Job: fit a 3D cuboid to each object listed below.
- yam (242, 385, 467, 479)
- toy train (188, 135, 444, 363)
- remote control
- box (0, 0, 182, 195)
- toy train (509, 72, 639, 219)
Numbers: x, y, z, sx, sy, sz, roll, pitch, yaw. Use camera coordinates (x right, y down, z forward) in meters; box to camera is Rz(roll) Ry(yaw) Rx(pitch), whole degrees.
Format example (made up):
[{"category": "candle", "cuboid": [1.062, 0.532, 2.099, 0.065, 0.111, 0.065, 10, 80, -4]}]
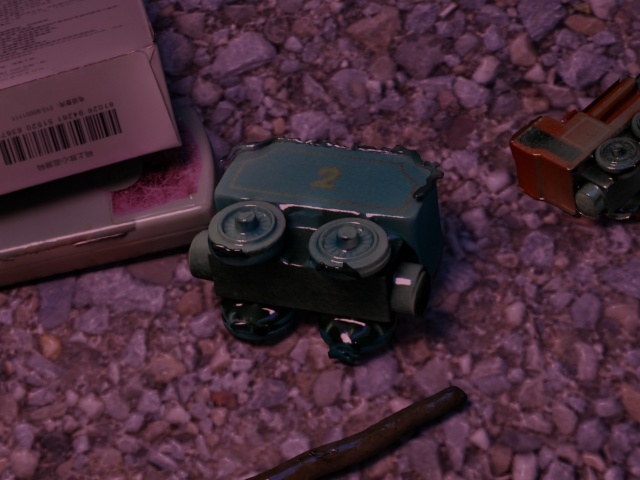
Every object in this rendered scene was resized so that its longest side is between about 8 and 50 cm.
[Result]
[{"category": "yam", "cuboid": [0.008, 0.163, 1.385, 0.234, 0.029, 0.027, -24, 36, -13]}, {"category": "toy train", "cuboid": [0.000, 0.000, 1.490, 0.203, 0.112, 0.163, 9, 43, 18]}, {"category": "remote control", "cuboid": [-0.258, -0.026, 1.597, 0.344, 0.050, 0.145, -12, 46, 0]}, {"category": "box", "cuboid": [-0.249, -0.161, 1.637, 0.200, 0.106, 0.299, -16, 30, -5]}, {"category": "toy train", "cuboid": [0.259, -0.091, 1.554, 0.176, 0.074, 0.118, -41, 50, -23]}]
